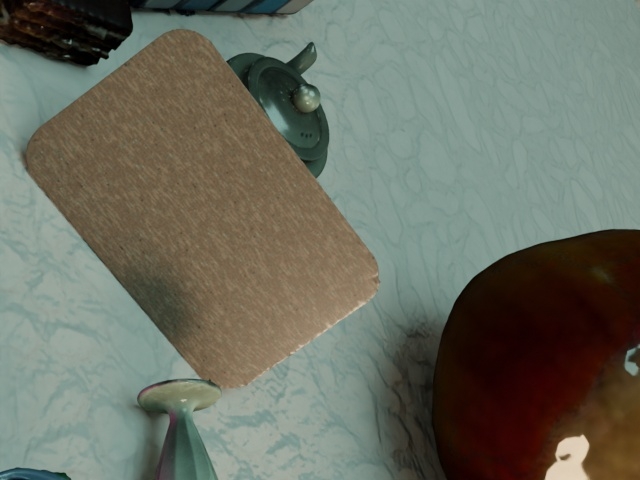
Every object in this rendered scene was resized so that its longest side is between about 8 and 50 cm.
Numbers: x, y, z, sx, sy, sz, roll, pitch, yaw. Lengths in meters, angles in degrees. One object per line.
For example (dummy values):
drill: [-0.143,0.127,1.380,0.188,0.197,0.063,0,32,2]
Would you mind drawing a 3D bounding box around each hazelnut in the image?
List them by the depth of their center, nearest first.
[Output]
hazelnut: [0.299,0.174,1.046,0.409,0.359,0.359,50,35,-31]

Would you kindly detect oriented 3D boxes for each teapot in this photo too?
teapot: [-0.059,-0.090,0.924,0.162,0.149,0.239,47,36,-23]

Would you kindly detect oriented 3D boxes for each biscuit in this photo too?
biscuit: [-0.236,-0.276,0.892,0.106,0.070,0.252,10,60,-50]

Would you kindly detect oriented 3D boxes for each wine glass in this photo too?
wine glass: [-0.099,0.183,0.756,0.073,0.073,0.155,21,47,-44]

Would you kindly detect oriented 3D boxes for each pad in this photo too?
pad: [-0.089,-0.018,0.825,0.266,0.176,0.002,53,8,-14]

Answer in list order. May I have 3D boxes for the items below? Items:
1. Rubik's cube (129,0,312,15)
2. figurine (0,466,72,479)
Rubik's cube: [-0.061,-0.413,1.022,0.292,0.293,0.286,-18,82,-54]
figurine: [-0.180,0.203,0.581,0.114,0.144,0.178,22,54,4]
